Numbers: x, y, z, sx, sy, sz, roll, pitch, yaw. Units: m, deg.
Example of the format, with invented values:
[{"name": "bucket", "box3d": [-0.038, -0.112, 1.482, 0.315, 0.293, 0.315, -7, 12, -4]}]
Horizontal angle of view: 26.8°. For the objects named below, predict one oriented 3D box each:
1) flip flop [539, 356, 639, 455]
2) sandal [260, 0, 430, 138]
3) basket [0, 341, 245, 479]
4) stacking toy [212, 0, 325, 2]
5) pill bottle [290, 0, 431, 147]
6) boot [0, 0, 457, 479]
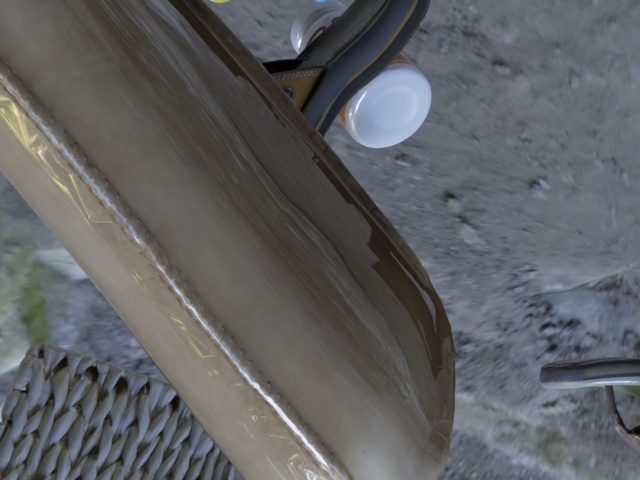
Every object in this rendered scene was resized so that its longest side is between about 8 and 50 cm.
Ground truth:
[{"name": "flip flop", "box3d": [0.299, 0.151, 1.074, 0.277, 0.112, 0.080, 22, 76, -24]}, {"name": "sandal", "box3d": [-0.024, -0.081, 0.759, 0.060, 0.090, 0.219, 41, 90, -25]}, {"name": "basket", "box3d": [-0.212, 0.322, 1.307, 0.266, 0.331, 0.328, 20, 62, -1]}, {"name": "stacking toy", "box3d": [-0.131, -0.277, 1.239, 0.302, 0.175, 0.165, -12, 105, 11]}, {"name": "pill bottle", "box3d": [0.045, -0.224, 1.750, 0.121, 0.121, 0.216, -43, 46, 9]}, {"name": "boot", "box3d": [-0.067, -0.072, 0.402, 0.089, 0.236, 0.269, -30, 116, 22]}]
